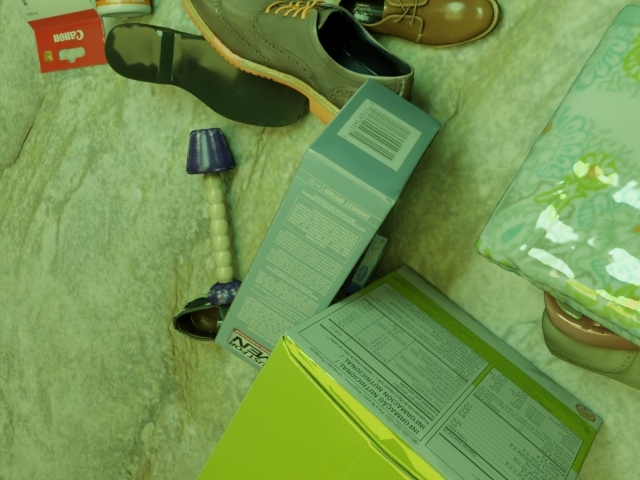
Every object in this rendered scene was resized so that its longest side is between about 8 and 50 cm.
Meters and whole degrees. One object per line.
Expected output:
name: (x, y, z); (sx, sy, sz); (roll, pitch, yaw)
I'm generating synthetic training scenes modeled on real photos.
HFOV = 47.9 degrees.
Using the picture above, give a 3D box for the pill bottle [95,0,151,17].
pill bottle: (-0.317, -0.433, 1.131); (0.086, 0.086, 0.152); (2, 103, 30)

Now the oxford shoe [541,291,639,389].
oxford shoe: (0.450, 0.116, 0.806); (0.396, 0.141, 0.147); (14, 147, 19)

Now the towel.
towel: (0.389, -0.038, 0.714); (0.374, 0.090, 0.321); (33, 89, 30)

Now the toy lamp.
toy lamp: (-0.163, -0.039, 1.141); (0.080, 0.080, 0.275); (-2, 101, 31)

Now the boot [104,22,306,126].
boot: (-0.156, -0.259, 1.077); (0.305, 0.115, 0.112); (21, 112, 5)

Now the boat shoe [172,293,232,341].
boat shoe: (-0.133, 0.138, 1.166); (0.232, 0.079, 0.084); (4, 102, 29)

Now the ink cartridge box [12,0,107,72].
ink cartridge box: (-0.462, -0.412, 1.244); (0.180, 0.056, 0.225); (2, 101, 31)

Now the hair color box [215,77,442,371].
hair color box: (0.000, 0.000, 0.924); (0.113, 0.185, 0.375); (33, 134, 2)

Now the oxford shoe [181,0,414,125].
oxford shoe: (-0.028, -0.277, 0.947); (0.363, 0.130, 0.133); (34, 147, 8)

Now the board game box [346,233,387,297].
board game box: (0.063, 0.045, 0.997); (0.020, 0.090, 0.090); (27, 76, 9)

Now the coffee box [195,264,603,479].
coffee box: (0.088, 0.290, 0.918); (0.338, 0.334, 0.338); (39, 119, 17)

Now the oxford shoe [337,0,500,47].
oxford shoe: (0.119, -0.286, 0.915); (0.212, 0.076, 0.076); (10, 105, 27)
